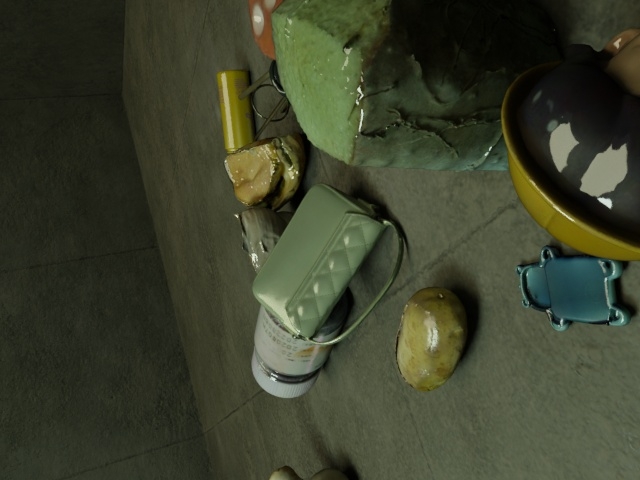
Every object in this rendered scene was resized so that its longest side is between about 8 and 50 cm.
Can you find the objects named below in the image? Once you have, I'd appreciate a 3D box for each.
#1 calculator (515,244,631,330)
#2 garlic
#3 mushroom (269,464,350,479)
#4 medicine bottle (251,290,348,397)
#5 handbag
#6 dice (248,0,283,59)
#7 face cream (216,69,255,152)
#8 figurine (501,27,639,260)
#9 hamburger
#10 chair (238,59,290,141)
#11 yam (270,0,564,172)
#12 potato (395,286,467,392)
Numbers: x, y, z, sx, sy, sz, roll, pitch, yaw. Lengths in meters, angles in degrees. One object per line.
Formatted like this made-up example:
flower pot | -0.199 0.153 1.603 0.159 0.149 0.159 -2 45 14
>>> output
calculator | 0.260 0.051 0.592 0.141 0.019 0.094 174 87 -67
garlic | -0.089 0.020 1.172 0.229 0.142 0.178 92 162 -66
mushroom | -0.022 0.566 1.166 0.209 0.206 0.206 37 147 2
medicine bottle | -0.050 0.188 1.132 0.165 0.165 0.273 61 151 35
handbag | 0.019 0.048 0.923 0.219 0.079 0.256 37 97 35
dice | 0.007 -0.344 0.799 0.179 0.174 0.174 46 139 45
face cream | -0.201 -0.274 1.378 0.078 0.078 0.274 18 115 62
figurine | 0.252 -0.099 0.390 0.257 0.167 0.192 -49 48 31
hamburger | -0.086 -0.147 1.161 0.207 0.135 0.155 -19 97 51
chair | -0.086 -0.286 1.084 0.095 0.104 0.221 43 153 -15
yam | 0.095 -0.172 0.567 0.202 0.271 0.202 36 129 48
potato | 0.153 0.139 0.779 0.107 0.079 0.171 50 147 46
